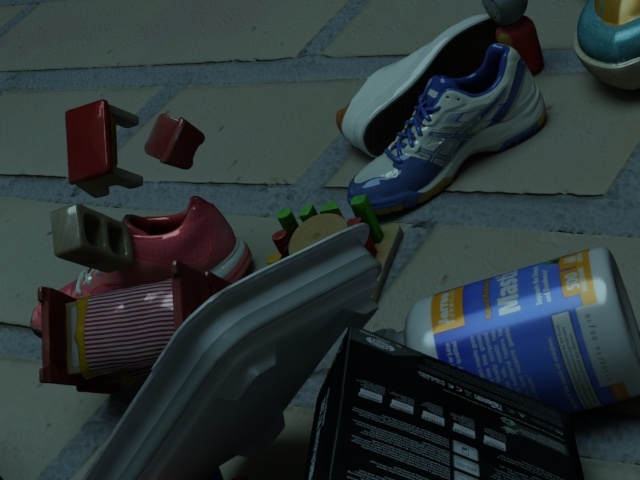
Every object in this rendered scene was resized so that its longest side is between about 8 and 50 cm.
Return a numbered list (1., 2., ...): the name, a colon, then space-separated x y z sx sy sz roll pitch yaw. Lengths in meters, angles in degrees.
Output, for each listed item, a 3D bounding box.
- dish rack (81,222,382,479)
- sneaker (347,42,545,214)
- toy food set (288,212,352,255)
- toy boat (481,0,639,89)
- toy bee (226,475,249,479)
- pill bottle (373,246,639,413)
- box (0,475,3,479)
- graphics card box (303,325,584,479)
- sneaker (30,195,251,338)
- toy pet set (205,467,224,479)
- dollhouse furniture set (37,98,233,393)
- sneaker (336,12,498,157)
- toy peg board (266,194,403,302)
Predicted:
1. dish rack: -0.077 0.142 1.393 0.285 0.072 0.333 -27 -22 -50
2. sneaker: 0.147 -0.150 1.894 0.296 0.131 0.112 -34 32 -9
3. toy food set: 0.000 0.000 1.755 0.083 0.020 0.083 -9 49 27
4. toy boat: 0.372 -0.305 1.941 0.318 0.148 0.267 -5 37 32
5. toy bee: -0.123 0.344 1.348 0.195 0.162 0.298 -16 6 42
6. pill bottle: 0.175 0.113 1.440 0.272 0.152 0.152 -17 31 15
7. box: -0.518 0.284 1.608 0.279 0.177 0.290 -35 50 -16
8. graphics card box: 0.103 0.209 1.193 0.232 0.094 0.371 22 18 -4
9. sneaker: -0.255 0.030 1.919 0.313 0.136 0.116 -22 29 8
10. toy pet set: -0.156 0.285 1.535 0.122 0.065 0.114 -36 19 52
11. dollhouse furniture set: -0.226 -0.010 1.758 0.201 0.152 0.374 -14 72 23
12. sneaker: 0.140 -0.238 2.057 0.290 0.106 0.123 -36 34 -13
13. toy peg board: -0.001 0.019 1.796 0.161 0.079 0.161 -10 34 27
